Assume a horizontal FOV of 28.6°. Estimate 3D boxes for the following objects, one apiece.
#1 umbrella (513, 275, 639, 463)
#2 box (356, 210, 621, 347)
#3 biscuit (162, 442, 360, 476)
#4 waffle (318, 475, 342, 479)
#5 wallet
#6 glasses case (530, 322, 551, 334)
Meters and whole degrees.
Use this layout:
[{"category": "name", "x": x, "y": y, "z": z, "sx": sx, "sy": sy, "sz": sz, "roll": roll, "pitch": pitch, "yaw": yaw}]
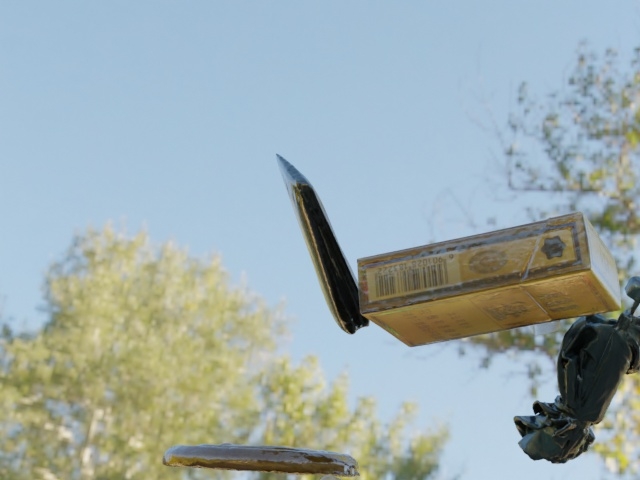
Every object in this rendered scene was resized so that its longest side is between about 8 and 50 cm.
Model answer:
[{"category": "umbrella", "x": 0.433, "y": 0.204, "z": 1.992, "sx": 0.143, "sy": 0.094, "sz": 0.348, "roll": 7, "pitch": -63, "yaw": -35}, {"category": "box", "x": 0.221, "y": 0.057, "z": 1.635, "sx": 0.302, "sy": 0.084, "sz": 0.193, "roll": -12, "pitch": -22, "yaw": 21}, {"category": "biscuit", "x": -0.076, "y": 0.287, "z": 1.646, "sx": 0.262, "sy": 0.037, "sz": 0.262, "roll": 3, "pitch": -11, "yaw": 1}, {"category": "waffle", "x": -0.050, "y": 0.470, "z": 1.492, "sx": 0.114, "sy": 0.261, "sz": 0.376, "roll": 24, "pitch": -40, "yaw": -12}, {"category": "wallet", "x": 0.000, "y": 0.000, "z": 1.750, "sx": 0.052, "sy": 0.168, "sz": 0.245, "roll": -23, "pitch": -65, "yaw": -5}, {"category": "glasses case", "x": 0.340, "y": 0.104, "z": 1.941, "sx": 0.047, "sy": 0.070, "sz": 0.205, "roll": -15, "pitch": -11, "yaw": 8}]
